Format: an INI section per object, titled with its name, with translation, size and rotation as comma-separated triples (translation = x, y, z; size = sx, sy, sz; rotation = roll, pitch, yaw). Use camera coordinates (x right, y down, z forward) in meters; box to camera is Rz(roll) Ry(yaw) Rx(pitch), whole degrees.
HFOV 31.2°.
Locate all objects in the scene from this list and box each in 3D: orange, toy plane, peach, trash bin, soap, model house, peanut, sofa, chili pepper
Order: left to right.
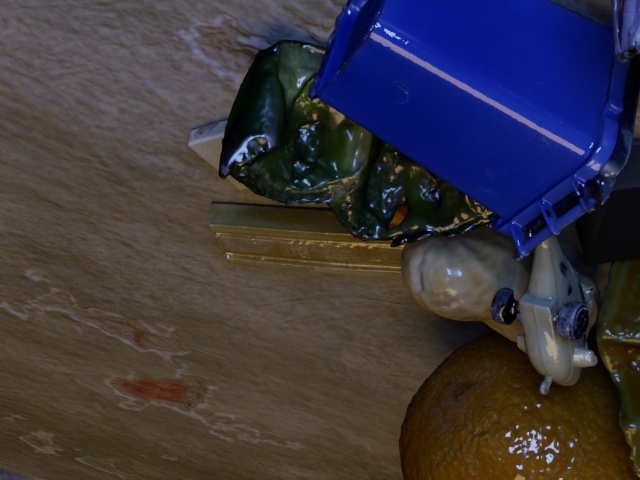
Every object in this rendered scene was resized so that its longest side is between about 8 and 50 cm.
[soap]
translation = 0.000, 0.001, 1.298
size = 0.252, 0.037, 0.092
rotation = 3, 148, 15
[chili pepper]
translation = 0.040, -0.083, 1.051
size = 0.265, 0.148, 0.116
rotation = 15, 169, -12
[peach]
translation = 0.051, -0.052, 1.154
size = 0.098, 0.061, 0.098
rotation = 19, 172, 3
[trash bin]
translation = 0.124, -0.117, 0.913
size = 0.235, 0.184, 0.162
rotation = 27, 147, -14
[peanut]
translation = 0.201, 0.043, 1.219
size = 0.257, 0.123, 0.124
rotation = 18, 152, -30
[orange]
translation = 0.275, 0.270, 1.372
size = 0.357, 0.322, 0.322
rotation = 34, 144, -29
[toy plane]
translation = 0.223, 0.025, 1.109
size = 0.092, 0.108, 0.286
rotation = 11, 130, 39
[sofa]
translation = 0.301, -0.039, 1.109
size = 0.085, 0.060, 0.147
rotation = -7, 150, 0
[model house]
translation = 0.386, 0.124, 1.179
size = 0.239, 0.268, 0.173
rotation = 28, 158, -18

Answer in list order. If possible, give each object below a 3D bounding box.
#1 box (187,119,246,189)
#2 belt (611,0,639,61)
[box]
translation = -0.043, -0.097, 1.156
size = 0.167, 0.024, 0.090
rotation = -11, 143, 35
[belt]
translation = 0.346, -0.187, 0.728
size = 0.295, 0.160, 0.207
rotation = -4, 164, 29
